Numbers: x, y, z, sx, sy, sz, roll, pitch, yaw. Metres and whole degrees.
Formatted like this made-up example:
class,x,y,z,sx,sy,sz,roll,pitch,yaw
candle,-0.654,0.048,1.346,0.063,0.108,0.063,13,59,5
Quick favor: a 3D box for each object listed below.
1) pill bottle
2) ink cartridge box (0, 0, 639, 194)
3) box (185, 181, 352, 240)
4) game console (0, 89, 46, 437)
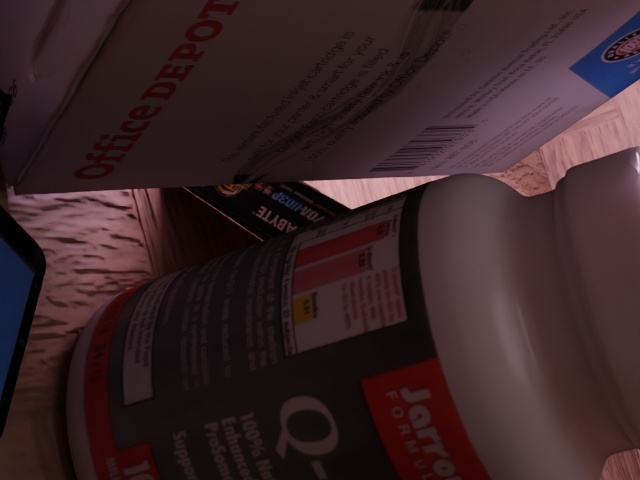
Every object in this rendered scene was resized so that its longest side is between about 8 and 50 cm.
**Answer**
class,x,y,z,sx,sy,sz,roll,pitch,yaw
pill bottle,0.046,0.081,0.687,0.210,0.363,0.210,47,32,-43
ink cartridge box,0.017,-0.158,0.699,0.395,0.285,0.166,-5,72,-30
box,0.000,0.000,0.915,0.175,0.051,0.220,31,-3,36
game console,-0.175,0.014,0.609,0.085,0.124,0.144,25,44,-24
